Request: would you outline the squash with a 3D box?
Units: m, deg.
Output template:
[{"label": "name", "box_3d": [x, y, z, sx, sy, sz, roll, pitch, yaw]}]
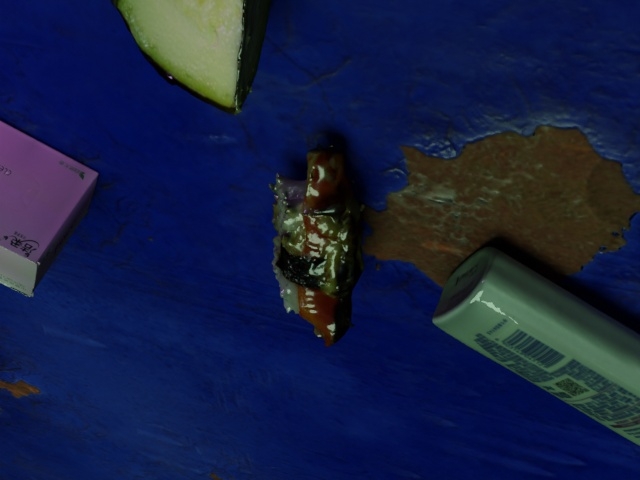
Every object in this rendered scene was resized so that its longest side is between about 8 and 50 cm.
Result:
[{"label": "squash", "box_3d": [-0.086, -0.219, 0.649, 0.184, 0.085, 0.191, 38, 133, 33]}]

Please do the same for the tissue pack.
[{"label": "tissue pack", "box_3d": [-0.396, -0.065, 0.947, 0.246, 0.148, 0.092, 28, 143, -7]}]

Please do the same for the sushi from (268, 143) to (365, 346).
[{"label": "sushi", "box_3d": [-0.003, -0.001, 0.844, 0.103, 0.097, 0.226, 10, 127, 10]}]

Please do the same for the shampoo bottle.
[{"label": "shampoo bottle", "box_3d": [0.287, 0.136, 0.863, 0.359, 0.078, 0.134, 30, 147, -8]}]
